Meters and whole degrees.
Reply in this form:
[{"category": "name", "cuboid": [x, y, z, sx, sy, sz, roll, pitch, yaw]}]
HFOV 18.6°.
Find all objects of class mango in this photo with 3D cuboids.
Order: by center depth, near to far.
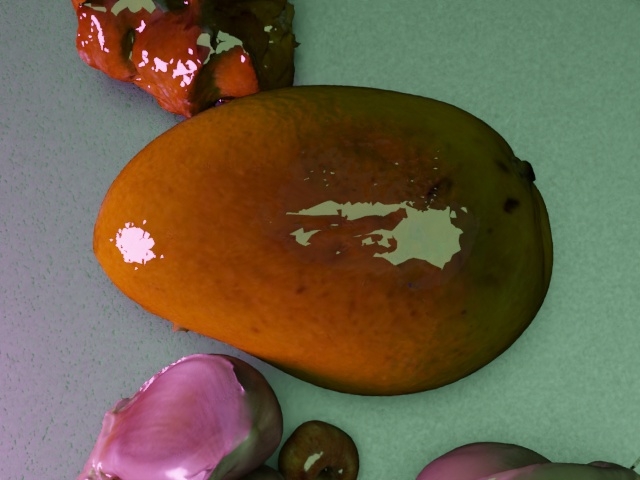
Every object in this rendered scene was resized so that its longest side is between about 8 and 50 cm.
[{"category": "mango", "cuboid": [0.000, 0.000, 1.885, 0.445, 0.220, 0.301, 0, 98, 10]}]

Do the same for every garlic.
[{"category": "garlic", "cuboid": [-0.136, 0.231, 1.854, 0.237, 0.292, 0.210, -23, 104, -40]}]

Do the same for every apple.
[{"category": "apple", "cuboid": [-0.002, 0.220, 1.926, 0.084, 0.071, 0.084, -3, 99, -17]}]

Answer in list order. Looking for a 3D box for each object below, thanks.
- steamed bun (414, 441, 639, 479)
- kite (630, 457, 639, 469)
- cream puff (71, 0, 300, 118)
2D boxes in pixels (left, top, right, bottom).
[{"category": "steamed bun", "cuboid": [0.172, 0.358, 1.775, 0.342, 0.255, 0.367, -27, 73, 24]}, {"category": "kite", "cuboid": [0.290, 0.240, 1.943, 0.044, 0.002, 0.078, 22, 86, 6]}, {"category": "cream puff", "cuboid": [-0.126, -0.236, 1.956, 0.241, 0.155, 0.269, -44, 76, -8]}]
